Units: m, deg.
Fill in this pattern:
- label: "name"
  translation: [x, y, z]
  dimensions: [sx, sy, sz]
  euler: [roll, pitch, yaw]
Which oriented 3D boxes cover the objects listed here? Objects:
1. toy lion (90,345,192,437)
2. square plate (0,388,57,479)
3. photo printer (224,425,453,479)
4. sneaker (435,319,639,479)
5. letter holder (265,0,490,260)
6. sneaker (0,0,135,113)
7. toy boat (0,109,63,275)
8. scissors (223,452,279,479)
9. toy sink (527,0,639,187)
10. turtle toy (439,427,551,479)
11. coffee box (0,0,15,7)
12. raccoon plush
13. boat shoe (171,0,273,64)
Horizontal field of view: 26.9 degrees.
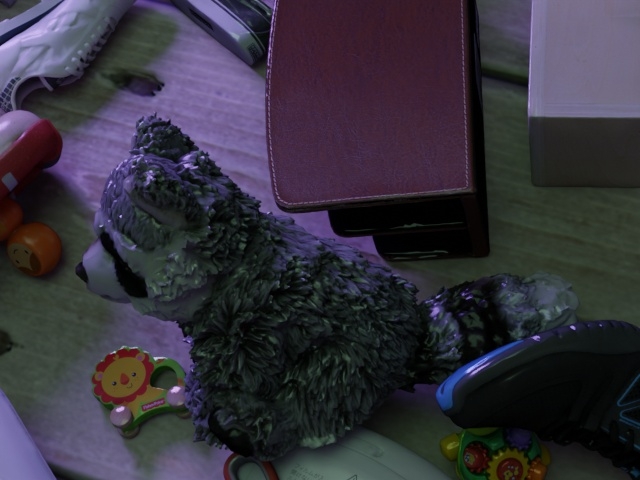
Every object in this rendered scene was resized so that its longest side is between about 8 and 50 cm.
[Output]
- label: "toy lion"
  translation: [-0.188, 0.150, 1.396]
  dimensions: [0.100, 0.034, 0.096]
  euler: [-19, 56, 1]
- label: "square plate"
  translation: [-0.361, 0.365, 1.263]
  dimensions: [0.344, 0.049, 0.347]
  euler: [-43, 59, 4]
- label: "photo printer"
  translation: [-0.006, 0.320, 1.238]
  dimensions: [0.256, 0.107, 0.307]
  euler: [23, 71, 23]
- label: "sneaker"
  translation: [0.269, 0.147, 1.208]
  dimensions: [0.341, 0.125, 0.139]
  euler: [-4, 74, -21]
- label: "letter holder"
  translation: [0.061, -0.142, 1.417]
  dimensions: [0.214, 0.152, 0.301]
  euler: [-4, 65, 10]
- label: "sneaker"
  translation: [-0.291, -0.238, 1.569]
  dimensions: [0.235, 0.090, 0.095]
  euler: [-35, 77, -2]
- label: "toy boat"
  translation: [-0.348, -0.019, 1.457]
  dimensions: [0.151, 0.151, 0.231]
  euler: [43, 77, -6]
- label: "scissors"
  translation: [-0.059, 0.320, 1.168]
  dimensions: [0.109, 0.021, 0.297]
  euler: [-23, 53, 5]
- label: "toy sink"
  translation: [0.287, -0.192, 1.397]
  dimensions: [0.131, 0.153, 0.234]
  euler: [1, 65, 11]
- label: "turtle toy"
  translation: [0.165, 0.195, 1.266]
  dimensions: [0.095, 0.066, 0.130]
  euler: [-27, 104, -2]
- label: "coffee box"
  translation: [-0.459, -0.408, 1.635]
  dimensions: [0.246, 0.141, 0.098]
  euler: [34, 76, 21]
- label: "raccoon plush"
  translation: [0.000, 0.000, 1.264]
  dimensions: [0.446, 0.299, 0.216]
  euler: [-20, 23, -17]
- label: "boat shoe"
  translation: [-0.130, -0.294, 1.564]
  dimensions: [0.070, 0.078, 0.219]
  euler: [-44, 74, -10]
